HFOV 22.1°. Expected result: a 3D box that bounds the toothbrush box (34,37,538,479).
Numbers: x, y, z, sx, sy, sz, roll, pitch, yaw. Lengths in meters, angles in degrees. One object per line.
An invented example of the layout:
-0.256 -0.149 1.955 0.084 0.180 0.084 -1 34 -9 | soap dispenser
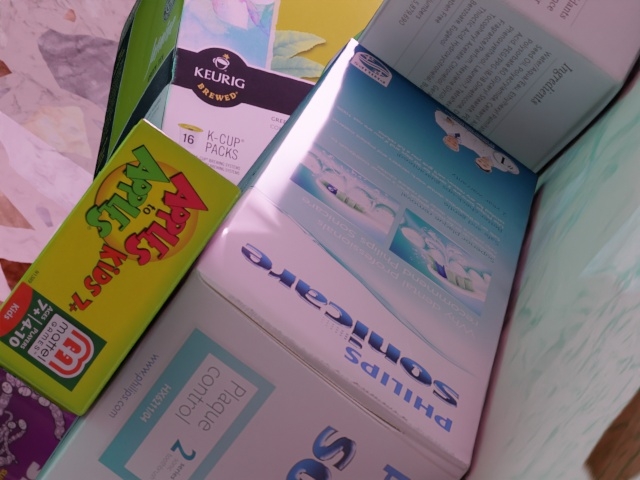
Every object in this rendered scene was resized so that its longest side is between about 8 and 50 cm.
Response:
-0.024 0.065 0.731 0.216 0.126 0.295 -52 5 26 | toothbrush box

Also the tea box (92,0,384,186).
-0.067 -0.111 1.477 0.329 0.220 0.323 132 148 -60 | tea box

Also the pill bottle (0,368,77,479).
-0.241 0.163 1.340 0.169 0.301 0.169 -55 3 4 | pill bottle

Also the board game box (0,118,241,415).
-0.084 0.017 0.617 0.092 0.043 0.181 -55 6 -10 | board game box

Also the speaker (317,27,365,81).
0.000 0.000 1.064 0.296 0.131 0.131 -53 3 34 | speaker

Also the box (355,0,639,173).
0.107 -0.132 0.876 0.181 0.119 0.182 -57 3 -31 | box
